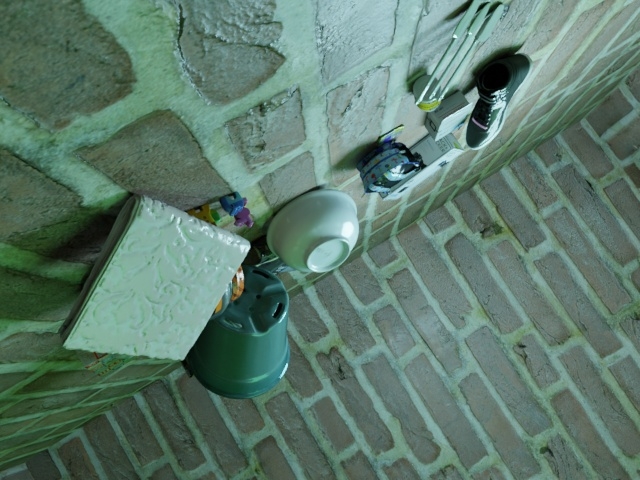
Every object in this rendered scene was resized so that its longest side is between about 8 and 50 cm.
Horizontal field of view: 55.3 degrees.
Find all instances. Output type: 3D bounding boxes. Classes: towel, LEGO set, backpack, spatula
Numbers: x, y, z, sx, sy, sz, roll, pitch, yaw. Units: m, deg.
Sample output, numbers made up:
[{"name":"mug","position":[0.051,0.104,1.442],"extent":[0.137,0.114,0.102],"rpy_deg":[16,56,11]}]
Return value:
[{"name":"towel","position":[0.194,-0.290,1.689],"extent":[0.083,0.009,0.060],"rpy_deg":[-30,171,-13]},{"name":"LEGO set","position":[-0.235,-0.034,1.388],"extent":[0.227,0.093,0.087],"rpy_deg":[-26,168,-31]},{"name":"towel","position":[-0.323,0.090,1.236],"extent":[0.316,0.053,0.332],"rpy_deg":[-60,147,3]},{"name":"backpack","position":[0.178,-0.205,1.738],"extent":[0.158,0.116,0.173],"rpy_deg":[-38,169,30]},{"name":"spatula","position":[0.292,-0.391,1.289],"extent":[0.168,0.019,0.242],"rpy_deg":[-24,149,-54]}]

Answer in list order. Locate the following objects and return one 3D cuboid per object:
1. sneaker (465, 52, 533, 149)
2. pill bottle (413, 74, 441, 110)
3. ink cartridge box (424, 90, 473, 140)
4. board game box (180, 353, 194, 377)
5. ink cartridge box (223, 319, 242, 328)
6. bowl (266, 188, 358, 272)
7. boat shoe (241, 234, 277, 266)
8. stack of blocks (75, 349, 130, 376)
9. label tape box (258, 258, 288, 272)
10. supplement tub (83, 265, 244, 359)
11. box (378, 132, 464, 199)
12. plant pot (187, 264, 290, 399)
[{"name":"sneaker","position":[0.456,-0.379,1.681],"extent":[0.147,0.104,0.295],"rpy_deg":[-15,140,-46]},{"name":"pill bottle","position":[0.255,-0.344,1.450],"extent":[0.065,0.065,0.116],"rpy_deg":[-34,170,9]},{"name":"ink cartridge box","position":[0.360,-0.356,1.723],"extent":[0.104,0.060,0.180],"rpy_deg":[-31,170,-1]},{"name":"board game box","position":[-0.428,0.366,2.107],"extent":[0.141,0.170,0.048],"rpy_deg":[-25,166,-39]},{"name":"ink cartridge box","position":[-0.333,0.263,2.290],"extent":[0.289,0.121,0.211],"rpy_deg":[-35,-170,15]},{"name":"bowl","position":[0.000,0.000,1.815],"extent":[0.298,0.134,0.297],"rpy_deg":[-18,142,-15]},{"name":"boat shoe","position":[-0.187,0.037,1.921],"extent":[0.224,0.080,0.073],"rpy_deg":[-29,176,11]},{"name":"stack of blocks","position":[-0.656,0.337,1.928],"extent":[0.171,0.087,0.297],"rpy_deg":[-29,170,-17]},{"name":"label tape box","position":[-0.112,0.038,2.078],"extent":[0.334,0.105,0.241],"rpy_deg":[-35,169,16]},{"name":"supplement tub","position":[-0.362,0.124,1.447],"extent":[0.338,0.207,0.207],"rpy_deg":[-24,167,-42]},{"name":"box","position":[0.323,-0.251,2.040],"extent":[0.290,0.087,0.169],"rpy_deg":[-36,169,22]},{"name":"plant pot","position":[-0.243,0.273,1.933],"extent":[0.341,0.341,0.334],"rpy_deg":[-26,151,-30]}]
